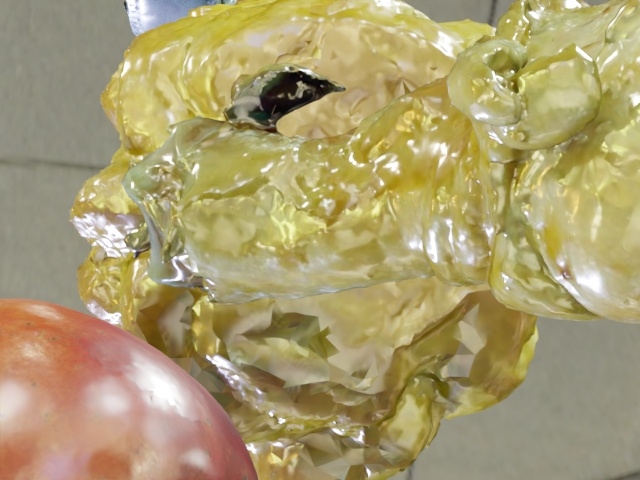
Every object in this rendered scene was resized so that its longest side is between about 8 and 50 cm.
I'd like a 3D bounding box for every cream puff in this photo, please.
[{"bbox_3d":[0.002,-0.006,0.894,0.244,0.196,0.244,-1,110,-4],"label":"cream puff"}]

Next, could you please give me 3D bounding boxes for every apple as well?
[{"bbox_3d":[-0.104,0.095,0.654,0.147,0.158,0.156,-45,142,-18],"label":"apple"}]

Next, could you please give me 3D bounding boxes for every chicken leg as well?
[{"bbox_3d":[0.048,-0.021,0.455,0.228,0.103,0.088,-11,115,14],"label":"chicken leg"}]

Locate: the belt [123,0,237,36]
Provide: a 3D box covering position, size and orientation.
[{"bbox_3d":[-0.111,-0.296,1.703,0.116,0.206,0.267,6,101,4],"label":"belt"}]
